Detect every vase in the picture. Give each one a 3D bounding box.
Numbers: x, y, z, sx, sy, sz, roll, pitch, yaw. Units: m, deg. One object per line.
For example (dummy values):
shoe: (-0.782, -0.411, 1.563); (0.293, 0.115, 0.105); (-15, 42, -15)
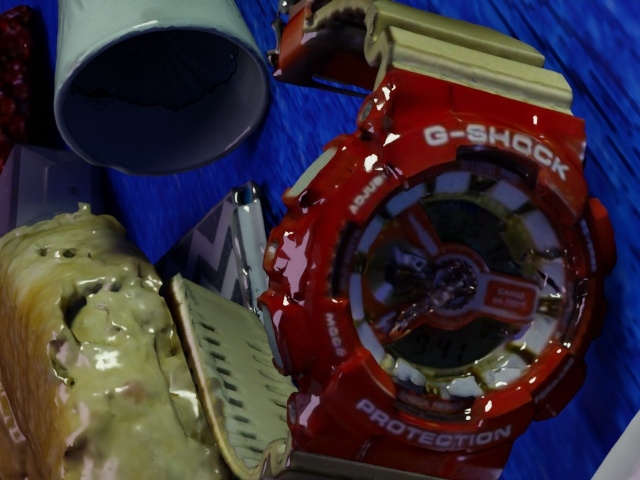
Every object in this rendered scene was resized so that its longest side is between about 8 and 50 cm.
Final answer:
vase: (-0.091, -0.142, 0.807); (0.096, 0.096, 0.219); (112, 152, -46)

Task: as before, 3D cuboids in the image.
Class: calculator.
calculator: (-0.037, 0.122, 0.780); (0.165, 0.028, 0.274); (140, 123, -60)

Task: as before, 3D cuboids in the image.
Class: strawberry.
strawberry: (-0.245, -0.051, 1.174); (0.174, 0.098, 0.228); (-138, 55, -75)

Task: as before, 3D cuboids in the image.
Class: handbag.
handbag: (-0.174, 0.039, 1.047); (0.117, 0.095, 0.173); (-98, 23, -56)

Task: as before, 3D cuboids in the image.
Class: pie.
pie: (-0.121, 0.158, 0.835); (0.339, 0.083, 0.339); (10, 102, 61)

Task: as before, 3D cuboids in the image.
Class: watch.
watch: (0.003, -0.004, 0.580); (0.268, 0.102, 0.165); (-134, 60, -69)

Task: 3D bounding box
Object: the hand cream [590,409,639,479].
hand cream: (0.102, 0.074, 0.383); (0.336, 0.076, 0.121); (-63, 37, 40)
